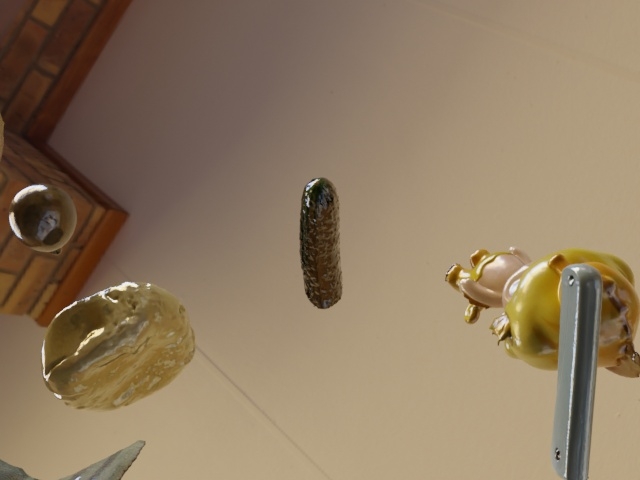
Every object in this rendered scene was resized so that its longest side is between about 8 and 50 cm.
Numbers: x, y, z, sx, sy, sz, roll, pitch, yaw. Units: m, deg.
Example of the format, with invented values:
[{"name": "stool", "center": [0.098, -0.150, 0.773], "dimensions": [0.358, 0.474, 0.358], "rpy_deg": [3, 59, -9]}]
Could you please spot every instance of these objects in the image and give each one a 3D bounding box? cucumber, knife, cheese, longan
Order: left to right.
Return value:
[{"name": "longan", "center": [-0.419, -0.030, 1.040], "dimensions": [0.106, 0.119, 0.106], "rpy_deg": [-3, -136, 3]}, {"name": "cheese", "center": [-0.300, 0.169, 1.043], "dimensions": [0.226, 0.214, 0.117], "rpy_deg": [-28, -125, -4]}, {"name": "cucumber", "center": [0.000, 0.000, 0.817], "dimensions": [0.052, 0.215, 0.058], "rpy_deg": [-11, -129, -6]}, {"name": "knife", "center": [0.191, 0.098, 0.515], "dimensions": [0.023, 0.044, 0.162], "rpy_deg": [4, -89, -10]}]

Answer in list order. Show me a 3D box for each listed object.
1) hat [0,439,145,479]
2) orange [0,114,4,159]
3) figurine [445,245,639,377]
[{"name": "hat", "center": [-0.227, 0.194, 0.420], "dimensions": [0.110, 0.252, 0.252], "rpy_deg": [37, -84, -1]}, {"name": "orange", "center": [-0.342, -0.076, 0.418], "dimensions": [0.235, 0.279, 0.279], "rpy_deg": [-8, -107, 47]}, {"name": "figurine", "center": [0.225, 0.062, 0.701], "dimensions": [0.156, 0.131, 0.246], "rpy_deg": [-32, -159, -11]}]
